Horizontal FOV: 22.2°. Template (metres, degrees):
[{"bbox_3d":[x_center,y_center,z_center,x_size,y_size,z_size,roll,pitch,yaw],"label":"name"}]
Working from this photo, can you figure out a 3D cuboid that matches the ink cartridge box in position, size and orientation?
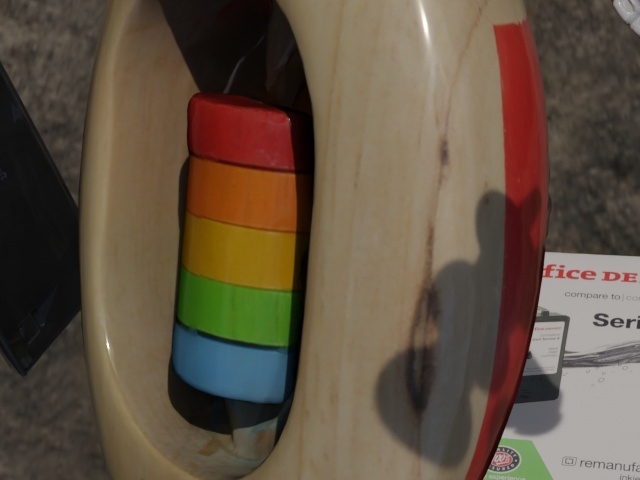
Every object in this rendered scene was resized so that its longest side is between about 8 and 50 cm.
[{"bbox_3d":[0.211,0.140,1.303,0.198,0.273,0.114,3,134,14],"label":"ink cartridge box"}]

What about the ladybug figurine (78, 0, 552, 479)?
[{"bbox_3d":[0.000,0.000,0.842,0.162,0.305,0.449,-5,109,-38],"label":"ladybug figurine"}]

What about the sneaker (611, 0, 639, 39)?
[{"bbox_3d":[0.192,-0.101,0.837,0.065,0.076,0.166,-29,78,2],"label":"sneaker"}]

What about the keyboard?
[{"bbox_3d":[-0.266,-0.034,1.109,0.033,0.201,0.317,2,130,36],"label":"keyboard"}]
